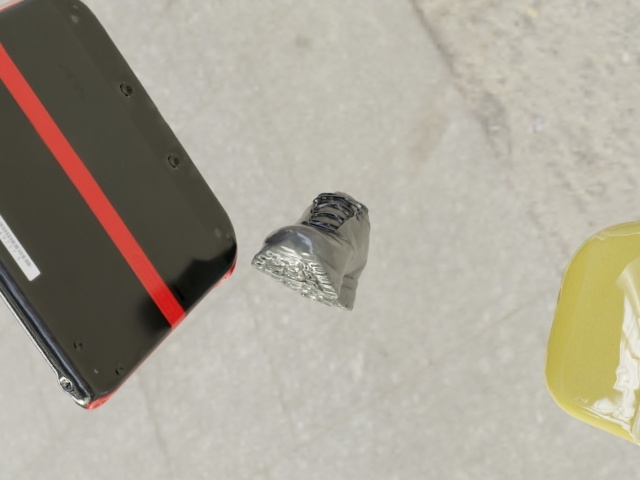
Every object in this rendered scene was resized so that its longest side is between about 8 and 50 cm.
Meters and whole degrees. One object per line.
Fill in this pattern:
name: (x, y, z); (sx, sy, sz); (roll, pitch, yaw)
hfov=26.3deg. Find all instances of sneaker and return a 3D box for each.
sneaker: (0.000, 0.000, 1.563); (0.109, 0.286, 0.130); (22, 86, 8)

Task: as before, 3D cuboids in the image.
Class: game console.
game console: (-0.260, -0.059, 1.419); (0.060, 0.342, 0.386); (-26, 103, 36)

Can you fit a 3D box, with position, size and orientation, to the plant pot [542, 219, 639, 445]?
plant pot: (0.129, 0.037, 0.512); (0.083, 0.081, 0.081); (6, 81, 63)
